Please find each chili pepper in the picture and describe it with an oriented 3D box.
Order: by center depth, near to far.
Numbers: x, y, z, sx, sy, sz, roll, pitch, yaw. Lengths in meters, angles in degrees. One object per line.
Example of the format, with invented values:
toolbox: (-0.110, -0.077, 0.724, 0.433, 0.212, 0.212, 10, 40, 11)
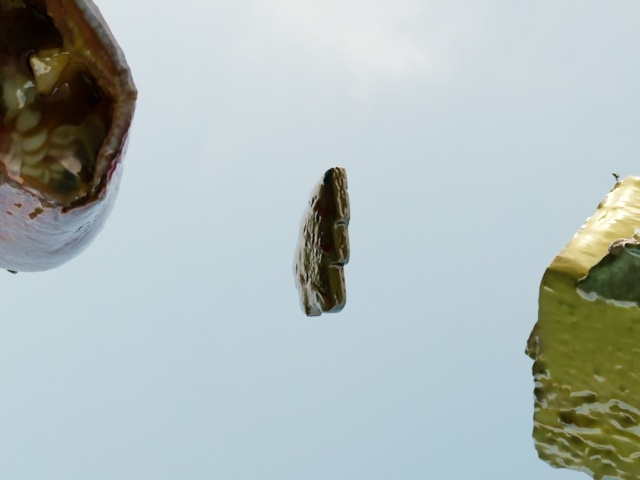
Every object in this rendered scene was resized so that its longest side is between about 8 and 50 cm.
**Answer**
chili pepper: (-0.282, -0.099, 1.224, 0.251, 0.229, 0.305, 64, -18, 1)

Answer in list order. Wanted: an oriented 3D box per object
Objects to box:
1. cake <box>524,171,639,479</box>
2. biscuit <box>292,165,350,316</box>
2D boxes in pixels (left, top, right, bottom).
cake: (0.327, 0.062, 1.265, 0.222, 0.286, 0.227, 13, -143, 27)
biscuit: (0.000, 0.000, 1.168, 0.119, 0.019, 0.130, -138, -125, -64)
